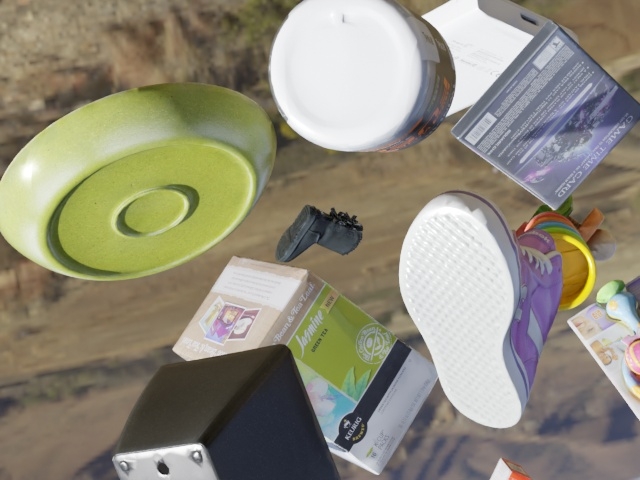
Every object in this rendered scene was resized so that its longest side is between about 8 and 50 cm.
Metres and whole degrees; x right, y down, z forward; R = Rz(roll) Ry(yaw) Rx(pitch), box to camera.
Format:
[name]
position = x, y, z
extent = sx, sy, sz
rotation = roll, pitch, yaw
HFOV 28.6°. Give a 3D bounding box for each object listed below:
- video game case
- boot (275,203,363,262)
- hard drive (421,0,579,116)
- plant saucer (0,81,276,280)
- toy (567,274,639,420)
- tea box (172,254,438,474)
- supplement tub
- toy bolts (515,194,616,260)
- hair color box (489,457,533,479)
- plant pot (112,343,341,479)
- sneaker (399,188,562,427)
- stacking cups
[video game case]
position = 0.321, -0.165, 1.734
extent = 0.196, 0.026, 0.274
rotation = -49, 138, 12
[boot]
position = 0.000, 0.000, 1.898
extent = 0.099, 0.045, 0.121
rotation = 18, 126, -26
[hard drive]
position = 0.172, -0.254, 1.864
extent = 0.233, 0.047, 0.353
rotation = 13, 154, -42
[plant saucer]
position = -0.144, -0.035, 1.035
extent = 0.241, 0.037, 0.241
rotation = -18, 150, -10
[toy]
position = 0.420, 0.134, 1.571
extent = 0.137, 0.237, 0.056
rotation = -32, 134, 2
[tea box]
position = -0.032, 0.209, 2.198
extent = 0.323, 0.220, 0.329
rotation = 37, 168, -24
[supplement tub]
position = 0.039, -0.125, 0.953
extent = 0.117, 0.117, 0.190
rotation = -14, 180, 15
[toy bolts]
position = 0.447, -0.004, 2.250
extent = 0.228, 0.158, 0.218
rotation = -47, 169, -24
[hair color box]
position = 0.290, 0.435, 2.051
extent = 0.043, 0.141, 0.072
rotation = 25, -174, -10
[plant pot]
position = -0.117, 0.244, 1.381
extent = 0.188, 0.187, 0.167
rotation = -13, -165, 31
[sneaker]
position = 0.149, 0.021, 1.091
extent = 0.102, 0.161, 0.282
rotation = 16, 146, 24
[stacking cups]
position = 0.303, 0.021, 1.639
extent = 0.096, 0.096, 0.316
rotation = -13, -176, 10
